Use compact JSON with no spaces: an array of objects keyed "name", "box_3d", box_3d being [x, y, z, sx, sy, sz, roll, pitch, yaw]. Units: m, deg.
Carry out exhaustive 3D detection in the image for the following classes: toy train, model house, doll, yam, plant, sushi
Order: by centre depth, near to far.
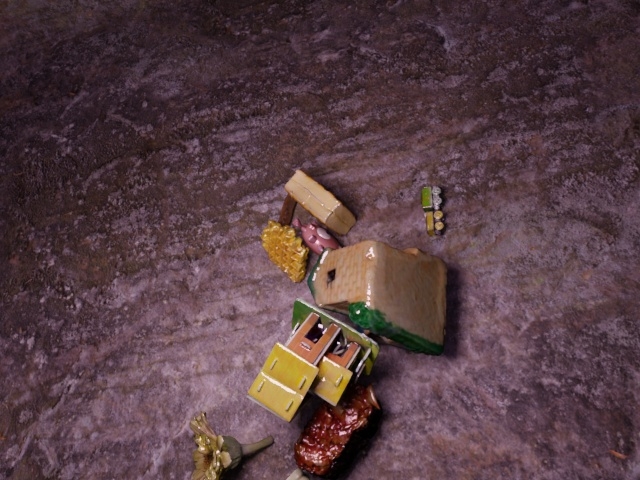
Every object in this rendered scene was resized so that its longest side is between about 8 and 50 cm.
[{"name":"model house","box_3d":[-0.044,0.431,1.512,0.300,0.340,0.323,29,51,16]},{"name":"sushi","box_3d":[0.069,0.592,1.562,0.196,0.182,0.343,32,80,22]},{"name":"plant","box_3d":[-0.325,0.713,1.585,0.306,0.297,0.261,8,68,58]},{"name":"model house","box_3d":[0.172,0.189,1.622,0.343,0.382,0.334,-17,58,47]},{"name":"doll","box_3d":[0.000,0.000,1.818,0.093,0.262,0.211,-46,21,12]},{"name":"toy train","box_3d":[0.421,-0.112,1.854,0.081,0.060,0.202,-7,66,18]},{"name":"yam","box_3d":[-0.131,-0.130,1.996,0.057,0.057,0.241,12,71,18]}]

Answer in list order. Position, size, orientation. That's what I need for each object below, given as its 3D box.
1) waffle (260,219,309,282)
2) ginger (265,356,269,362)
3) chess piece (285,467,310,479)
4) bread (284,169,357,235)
[{"name":"waffle","box_3d":[-0.137,0.019,1.841,0.229,0.219,0.057,40,53,24]},{"name":"ginger","box_3d":[-0.119,0.478,1.712,0.115,0.081,0.205,-23,59,-4]},{"name":"chess piece","box_3d":[-0.030,0.839,1.519,0.243,0.133,0.133,42,81,18]},{"name":"bread","box_3d":[0.004,-0.138,1.869,0.239,0.246,0.111,41,92,26]}]
